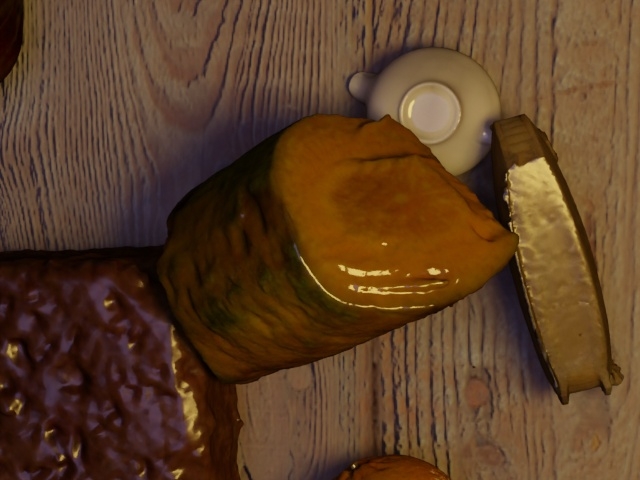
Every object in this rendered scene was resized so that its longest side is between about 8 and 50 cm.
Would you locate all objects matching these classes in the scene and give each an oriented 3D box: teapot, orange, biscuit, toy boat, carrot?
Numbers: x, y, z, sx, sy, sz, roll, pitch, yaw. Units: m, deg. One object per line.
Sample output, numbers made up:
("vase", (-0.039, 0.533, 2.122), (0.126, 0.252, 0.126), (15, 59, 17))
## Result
("teapot", (0.133, -0.134, 1.542), (0.226, 0.092, 0.145), (25, 100, 5))
("orange", (0.075, 0.318, 1.549), (0.177, 0.177, 0.155), (-43, 113, 12))
("biscuit", (-0.295, 0.174, 1.619), (0.395, 0.166, 0.343), (-2, 93, 13))
("toy boat", (0.246, 0.021, 1.508), (0.089, 0.121, 0.321), (-17, 99, 7))
("carrot", (0.000, 0.000, 1.471), (0.340, 0.241, 0.241), (-28, 89, 38))

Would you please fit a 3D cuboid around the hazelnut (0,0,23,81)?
("hazelnut", (-0.441, -0.262, 1.600), (0.229, 0.229, 0.230), (1, 95, 12))
